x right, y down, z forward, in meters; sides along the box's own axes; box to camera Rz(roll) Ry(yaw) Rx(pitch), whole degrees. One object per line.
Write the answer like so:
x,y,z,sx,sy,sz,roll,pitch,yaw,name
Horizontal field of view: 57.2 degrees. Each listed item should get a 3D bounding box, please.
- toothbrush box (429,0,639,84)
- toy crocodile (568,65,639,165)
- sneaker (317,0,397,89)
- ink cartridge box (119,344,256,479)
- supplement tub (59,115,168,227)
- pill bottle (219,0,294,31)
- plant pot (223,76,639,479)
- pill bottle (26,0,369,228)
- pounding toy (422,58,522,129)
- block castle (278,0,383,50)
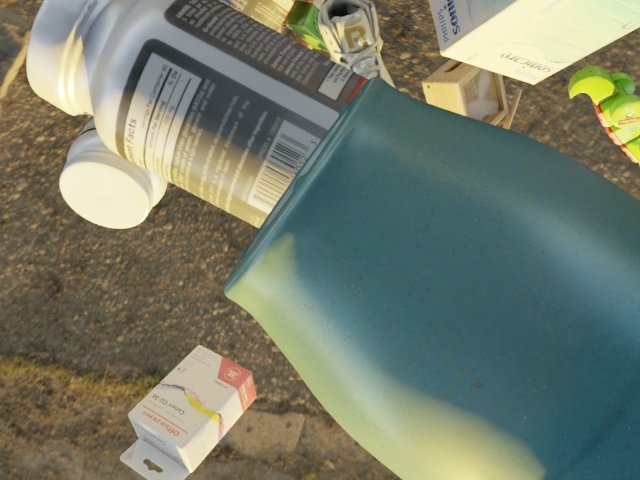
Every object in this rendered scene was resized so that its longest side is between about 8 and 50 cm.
0.315,-0.333,0.733,0.216,0.295,0.126,1,73,-36,toothbrush box
0.658,-0.247,1.255,0.340,0.115,0.105,35,130,-28,toy crocodile
0.058,-0.237,0.851,0.108,0.293,0.169,-20,141,4,sneaker
-0.204,0.264,0.893,0.115,0.198,0.067,19,134,27,ink cartridge box
-0.384,-0.177,1.176,0.190,0.272,0.191,4,136,4,supplement tub
-0.163,-0.355,0.980,0.162,0.162,0.279,30,104,-14,pill bottle
0.084,0.029,0.422,0.255,0.272,0.272,36,106,-7,plant pot
-0.122,-0.158,0.678,0.362,0.210,0.210,28,109,-2,pill bottle
0.300,-0.252,1.129,0.181,0.094,0.206,-41,126,-26,pounding toy
-0.102,-0.464,1.297,0.453,0.302,0.213,22,94,-52,block castle
